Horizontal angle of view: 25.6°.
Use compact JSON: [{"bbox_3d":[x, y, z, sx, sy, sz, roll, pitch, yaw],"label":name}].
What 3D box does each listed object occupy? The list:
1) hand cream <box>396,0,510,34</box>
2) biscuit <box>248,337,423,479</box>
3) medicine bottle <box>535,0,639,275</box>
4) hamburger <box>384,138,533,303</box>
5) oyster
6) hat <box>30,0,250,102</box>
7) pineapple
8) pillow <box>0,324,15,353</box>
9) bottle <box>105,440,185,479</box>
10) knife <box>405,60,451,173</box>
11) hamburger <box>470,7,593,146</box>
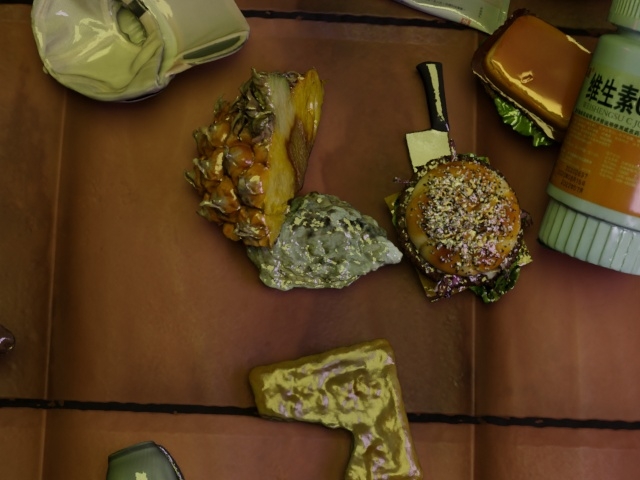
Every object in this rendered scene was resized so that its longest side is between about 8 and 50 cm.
[{"bbox_3d":[0.134,-0.315,1.778,0.216,0.038,0.052,18,99,-6],"label":"hand cream"},{"bbox_3d":[0.022,0.213,1.623,0.174,0.039,0.183,-15,76,-10],"label":"biscuit"},{"bbox_3d":[0.366,-0.127,1.625,0.158,0.158,0.318,17,103,0],"label":"medicine bottle"},{"bbox_3d":[0.170,-0.017,1.661,0.164,0.093,0.190,-34,89,-9],"label":"hamburger"},{"bbox_3d":[0.000,0.000,1.667,0.177,0.064,0.125,-15,81,-7],"label":"oyster"},{"bbox_3d":[-0.217,-0.269,1.715,0.226,0.164,0.219,-19,77,-50],"label":"hat"},{"bbox_3d":[-0.096,-0.128,1.631,0.139,0.164,0.250,7,66,21],"label":"pineapple"},{"bbox_3d":[-0.550,0.089,1.571,0.308,0.108,0.305,-37,80,-12],"label":"pillow"},{"bbox_3d":[-0.166,0.348,1.554,0.096,0.079,0.254,-8,72,-46],"label":"bottle"},{"bbox_3d":[0.137,-0.108,1.728,0.060,0.028,0.230,-8,81,-5],"label":"knife"},{"bbox_3d":[0.265,-0.194,1.726,0.166,0.087,0.137,42,77,8],"label":"hamburger"}]
